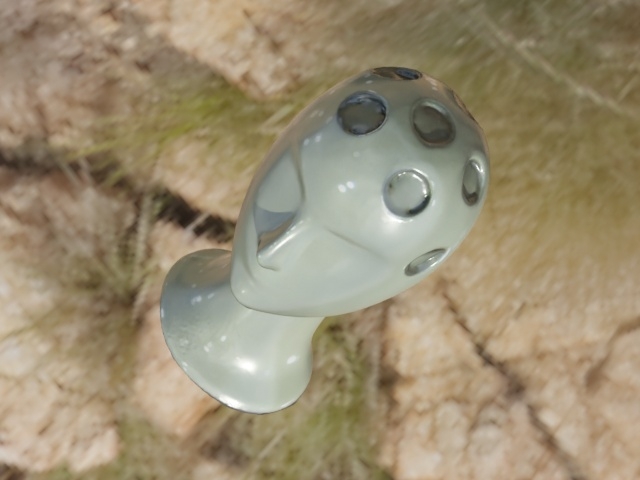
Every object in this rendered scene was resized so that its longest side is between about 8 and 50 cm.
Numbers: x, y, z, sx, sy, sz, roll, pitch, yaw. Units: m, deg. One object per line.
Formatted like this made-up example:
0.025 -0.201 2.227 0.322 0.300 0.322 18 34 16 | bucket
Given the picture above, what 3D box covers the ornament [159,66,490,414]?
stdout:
0.000 0.000 0.647 0.075 0.081 0.156 57 140 10 | ornament
